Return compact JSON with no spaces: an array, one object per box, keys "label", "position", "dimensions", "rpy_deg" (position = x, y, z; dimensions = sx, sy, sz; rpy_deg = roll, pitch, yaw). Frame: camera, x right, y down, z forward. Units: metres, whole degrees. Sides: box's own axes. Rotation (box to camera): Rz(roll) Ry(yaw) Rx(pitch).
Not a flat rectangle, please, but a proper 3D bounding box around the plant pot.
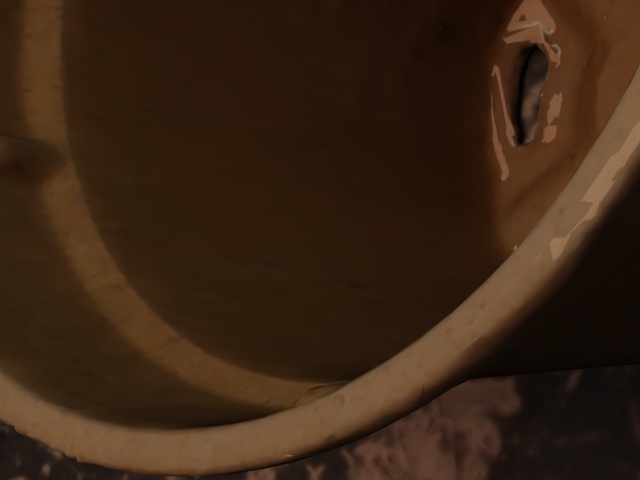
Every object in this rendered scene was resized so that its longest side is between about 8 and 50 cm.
[{"label":"plant pot","position":[0.065,-0.081,0.519],"dimensions":[0.334,0.305,0.334],"rpy_deg":[-10,75,40]}]
